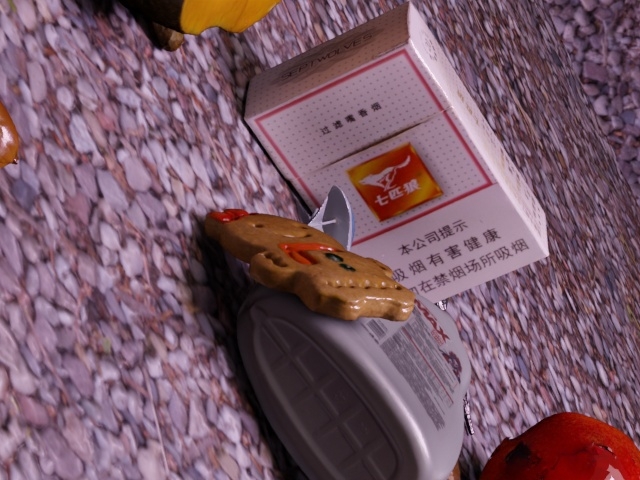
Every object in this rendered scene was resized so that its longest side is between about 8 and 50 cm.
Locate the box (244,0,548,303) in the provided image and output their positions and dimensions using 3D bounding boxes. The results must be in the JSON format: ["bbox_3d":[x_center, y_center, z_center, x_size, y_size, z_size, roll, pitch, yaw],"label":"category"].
[{"bbox_3d":[0.088,-0.082,2.078,0.330,0.210,0.095,55,23,-30],"label":"box"}]

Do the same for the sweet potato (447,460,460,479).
[{"bbox_3d":[0.117,0.214,2.056,0.078,0.058,0.255,67,10,-51],"label":"sweet potato"}]

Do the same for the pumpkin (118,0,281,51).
[{"bbox_3d":[-0.118,-0.289,1.837,0.139,0.222,0.317,39,19,6],"label":"pumpkin"}]

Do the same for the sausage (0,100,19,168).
[{"bbox_3d":[-0.291,-0.114,1.412,0.183,0.054,0.062,45,62,-48],"label":"sausage"}]

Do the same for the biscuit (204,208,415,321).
[{"bbox_3d":[-0.011,0.017,1.772,0.166,0.036,0.225,3,21,-39],"label":"biscuit"}]

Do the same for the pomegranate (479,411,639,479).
[{"bbox_3d":[0.284,0.305,2.167,0.235,0.210,0.210,135,-66,-78],"label":"pomegranate"}]

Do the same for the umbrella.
[{"bbox_3d":[0.157,0.108,2.289,0.044,0.044,0.269,-8,75,-40],"label":"umbrella"}]

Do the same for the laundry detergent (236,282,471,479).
[{"bbox_3d":[0.059,0.121,1.906,0.264,0.124,0.398,52,19,3],"label":"laundry detergent"}]

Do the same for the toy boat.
[{"bbox_3d":[0.003,0.008,2.001,0.149,0.034,0.105,-51,140,-54],"label":"toy boat"}]
